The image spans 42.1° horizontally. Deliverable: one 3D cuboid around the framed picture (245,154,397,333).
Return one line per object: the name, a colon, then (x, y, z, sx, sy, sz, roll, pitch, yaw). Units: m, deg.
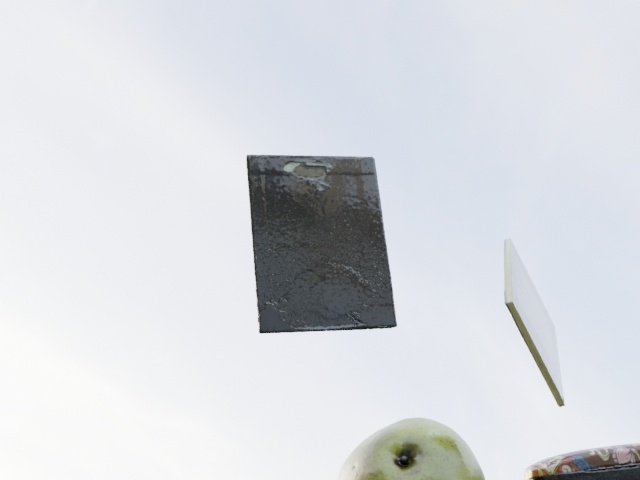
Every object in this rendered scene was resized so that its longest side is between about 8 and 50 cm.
framed picture: (0.000, 0.000, 1.453, 0.244, 0.323, 0.013, 0, -19, -16)

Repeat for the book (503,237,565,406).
book: (0.407, 0.146, 1.597, 0.018, 0.322, 0.228, -25, -77, 19)

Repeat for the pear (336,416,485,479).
pear: (0.158, 0.450, 1.451, 0.294, 0.294, 0.294, 4, -46, 4)

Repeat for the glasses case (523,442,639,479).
glasses case: (0.519, 0.402, 1.460, 0.321, 0.082, 0.122, -6, -19, -3)
